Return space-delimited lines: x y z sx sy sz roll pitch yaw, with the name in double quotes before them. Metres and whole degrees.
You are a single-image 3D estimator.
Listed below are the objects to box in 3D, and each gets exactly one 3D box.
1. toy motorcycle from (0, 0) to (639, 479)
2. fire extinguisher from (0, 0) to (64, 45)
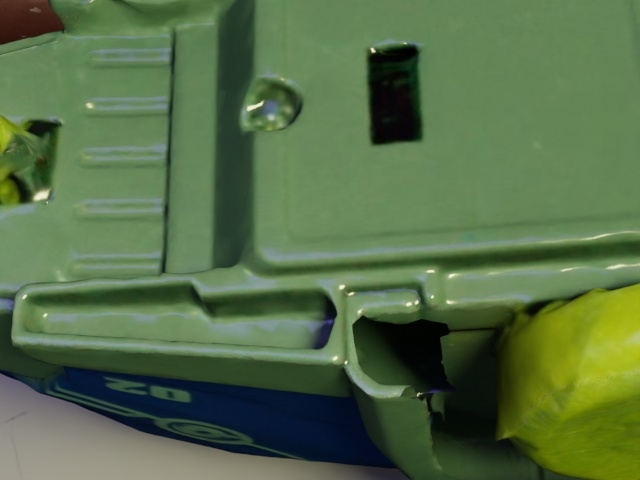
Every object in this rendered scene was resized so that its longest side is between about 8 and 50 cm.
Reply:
"toy motorcycle" 0.000 0.000 0.431 0.326 0.200 0.191 -5 61 8
"fire extinguisher" -0.151 -0.124 0.602 0.268 0.105 0.105 0 64 22
